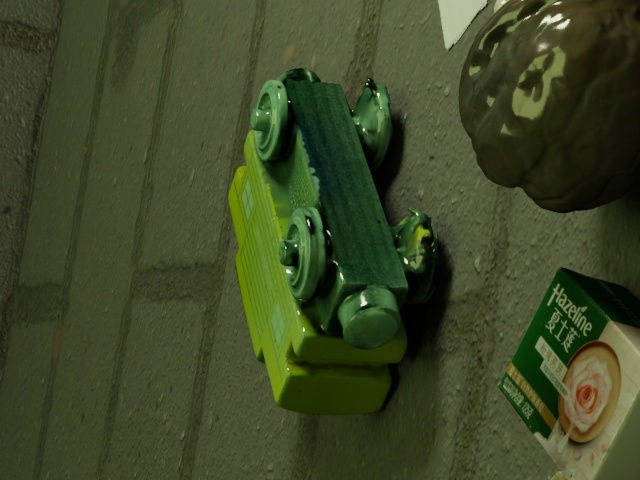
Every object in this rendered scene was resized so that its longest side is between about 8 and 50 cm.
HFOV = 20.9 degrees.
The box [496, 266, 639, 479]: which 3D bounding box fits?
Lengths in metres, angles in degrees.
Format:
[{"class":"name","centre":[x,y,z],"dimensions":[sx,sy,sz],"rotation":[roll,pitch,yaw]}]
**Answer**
[{"class":"box","centre":[0.248,0.129,1.519],"dimensions":[0.135,0.081,0.199],"rotation":[-66,27,17]}]

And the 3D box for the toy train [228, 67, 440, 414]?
[{"class":"toy train","centre":[0.000,0.000,2.046],"dimensions":[0.442,0.179,0.272],"rotation":[-105,27,-45]}]

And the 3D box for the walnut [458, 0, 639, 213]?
[{"class":"walnut","centre":[0.231,-0.138,1.548],"dimensions":[0.224,0.224,0.224],"rotation":[-169,90,-66]}]

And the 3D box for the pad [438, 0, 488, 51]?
[{"class":"pad","centre":[0.168,-0.350,2.010],"dimensions":[0.156,0.004,0.232],"rotation":[-50,37,48]}]

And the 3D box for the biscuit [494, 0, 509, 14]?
[{"class":"biscuit","centre":[0.238,-0.283,1.772],"dimensions":[0.216,0.047,0.340],"rotation":[-53,35,43]}]

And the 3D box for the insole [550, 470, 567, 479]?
[{"class":"insole","centre":[0.264,0.237,1.532],"dimensions":[0.248,0.011,0.081],"rotation":[168,110,-65]}]
